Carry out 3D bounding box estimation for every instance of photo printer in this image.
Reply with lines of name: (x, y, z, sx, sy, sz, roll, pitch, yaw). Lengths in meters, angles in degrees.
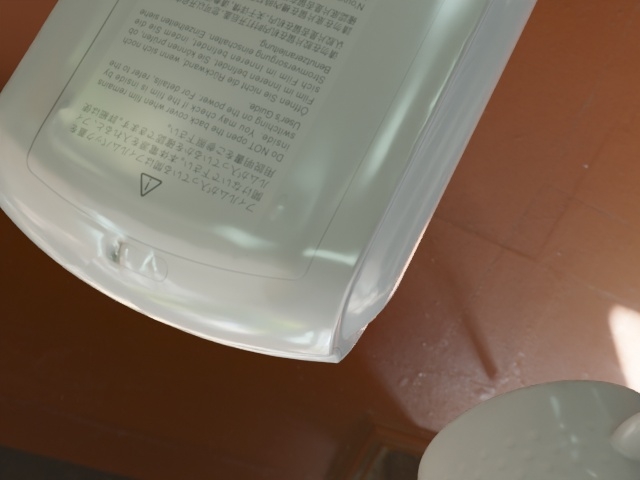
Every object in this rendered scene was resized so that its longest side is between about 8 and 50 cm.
photo printer: (-0.034, -0.097, 0.442, 0.256, 0.107, 0.307, 23, 79, 16)

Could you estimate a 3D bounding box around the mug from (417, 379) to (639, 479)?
mug: (0.264, 0.305, 0.658, 0.276, 0.328, 0.374, 12, 127, -14)
